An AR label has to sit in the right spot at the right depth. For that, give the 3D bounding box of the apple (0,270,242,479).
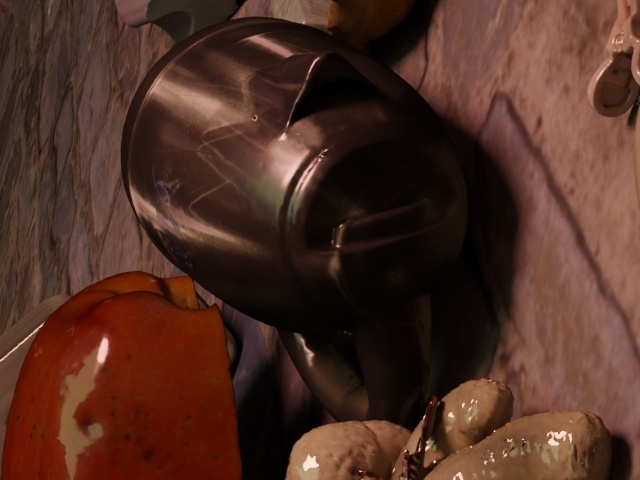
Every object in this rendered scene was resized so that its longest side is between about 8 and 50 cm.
[{"bbox_3d":[-0.141,0.212,1.438,0.328,0.295,0.365,4,104,32],"label":"apple"}]

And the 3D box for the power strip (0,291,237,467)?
[{"bbox_3d":[-0.217,0.149,1.688,0.261,0.229,0.141,-41,21,-3],"label":"power strip"}]

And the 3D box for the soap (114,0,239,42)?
[{"bbox_3d":[-0.174,-0.352,2.054,0.324,0.109,0.193,-170,94,-69],"label":"soap"}]

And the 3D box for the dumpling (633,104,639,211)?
[{"bbox_3d":[0.220,-0.049,0.786,0.124,0.151,0.229,25,123,31],"label":"dumpling"}]

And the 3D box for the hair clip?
[{"bbox_3d":[0.202,-0.182,1.036,0.072,0.034,0.226,142,138,-61],"label":"hair clip"}]

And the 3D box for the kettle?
[{"bbox_3d":[0.000,0.000,1.244,0.324,0.228,0.321,-146,44,-66],"label":"kettle"}]

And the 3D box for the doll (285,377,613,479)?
[{"bbox_3d":[0.070,0.172,1.027,0.278,0.149,0.175,-23,22,51],"label":"doll"}]

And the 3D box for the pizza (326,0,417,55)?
[{"bbox_3d":[0.050,-0.215,1.421,0.188,0.080,0.204,-62,-19,-75],"label":"pizza"}]

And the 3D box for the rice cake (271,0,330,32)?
[{"bbox_3d":[-0.013,-0.232,1.597,0.206,0.069,0.063,-100,31,-51],"label":"rice cake"}]
